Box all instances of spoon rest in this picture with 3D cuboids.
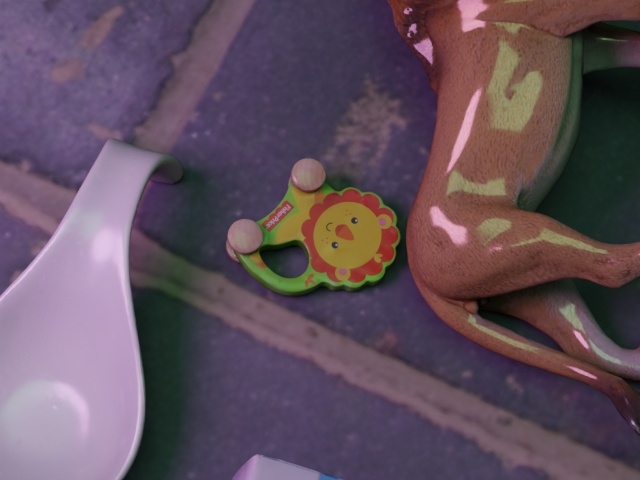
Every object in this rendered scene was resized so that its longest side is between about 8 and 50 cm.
[{"bbox_3d":[-0.161,0.051,1.246,0.137,0.084,0.276,15,68,5],"label":"spoon rest"}]

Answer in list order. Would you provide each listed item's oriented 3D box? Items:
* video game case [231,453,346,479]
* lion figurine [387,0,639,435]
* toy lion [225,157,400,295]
[{"bbox_3d":[0.056,0.271,1.033,0.269,0.061,0.244,18,64,-9],"label":"video game case"},{"bbox_3d":[0.126,-0.074,1.275,0.240,0.142,0.392,6,72,9],"label":"lion figurine"},{"bbox_3d":[0.000,0.000,1.300,0.096,0.034,0.100,44,74,7],"label":"toy lion"}]
